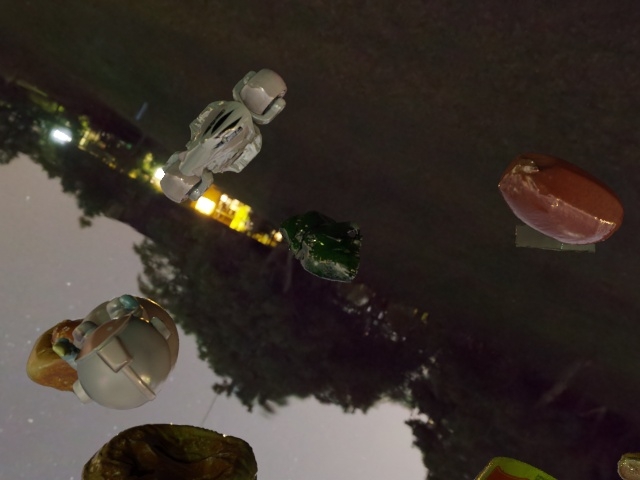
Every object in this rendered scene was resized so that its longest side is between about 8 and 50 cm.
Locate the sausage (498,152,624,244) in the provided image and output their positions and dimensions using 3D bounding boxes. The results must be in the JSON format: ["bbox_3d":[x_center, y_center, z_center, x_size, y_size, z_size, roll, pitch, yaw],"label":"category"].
[{"bbox_3d":[0.448,-0.077,1.103,0.254,0.148,0.148,28,177,-9],"label":"sausage"}]

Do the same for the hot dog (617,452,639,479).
[{"bbox_3d":[0.656,0.423,1.062,0.215,0.066,0.047,4,-164,24],"label":"hot dog"}]

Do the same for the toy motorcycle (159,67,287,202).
[{"bbox_3d":[-0.150,-0.155,0.887,0.112,0.254,0.112,43,-170,-10],"label":"toy motorcycle"}]

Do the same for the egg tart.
[{"bbox_3d":[-0.378,0.621,1.491,0.443,0.178,0.443,6,-170,-1],"label":"egg tart"}]

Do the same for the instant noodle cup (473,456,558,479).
[{"bbox_3d":[0.337,0.536,1.011,0.311,0.221,0.311,33,152,20],"label":"instant noodle cup"}]

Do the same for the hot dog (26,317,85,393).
[{"bbox_3d":[-0.441,0.238,1.197,0.256,0.153,0.150,27,-149,-30],"label":"hot dog"}]

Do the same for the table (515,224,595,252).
[{"bbox_3d":[0.569,-0.008,1.427,0.175,0.062,0.146,2,-177,22],"label":"table"}]

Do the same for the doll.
[{"bbox_3d":[-0.246,0.144,0.745,0.151,0.151,0.287,27,169,-13],"label":"doll"}]

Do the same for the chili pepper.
[{"bbox_3d":[0.003,-0.005,1.400,0.148,0.116,0.264,0,-150,-25],"label":"chili pepper"}]
